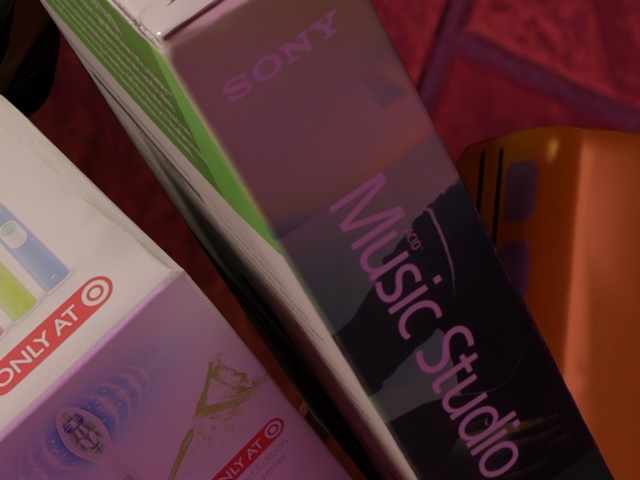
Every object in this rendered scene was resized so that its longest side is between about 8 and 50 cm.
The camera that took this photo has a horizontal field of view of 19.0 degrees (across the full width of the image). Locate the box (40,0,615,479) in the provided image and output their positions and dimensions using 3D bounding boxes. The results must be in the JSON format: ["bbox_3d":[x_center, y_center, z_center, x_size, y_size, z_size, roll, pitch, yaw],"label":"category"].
[{"bbox_3d":[0.000,0.000,0.618,0.058,0.232,0.322,-36,128,-6],"label":"box"}]

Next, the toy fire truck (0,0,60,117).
[{"bbox_3d":[-0.230,-0.098,0.677,0.246,0.158,0.217,22,53,2],"label":"toy fire truck"}]

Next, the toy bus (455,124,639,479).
[{"bbox_3d":[0.105,0.126,0.799,0.108,0.130,0.333,7,85,-19],"label":"toy bus"}]

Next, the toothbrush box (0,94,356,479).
[{"bbox_3d":[-0.089,0.125,0.650,0.206,0.122,0.283,-43,137,-8],"label":"toothbrush box"}]
